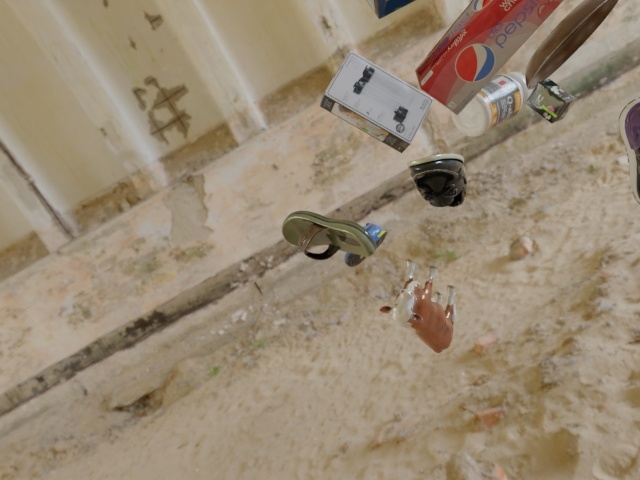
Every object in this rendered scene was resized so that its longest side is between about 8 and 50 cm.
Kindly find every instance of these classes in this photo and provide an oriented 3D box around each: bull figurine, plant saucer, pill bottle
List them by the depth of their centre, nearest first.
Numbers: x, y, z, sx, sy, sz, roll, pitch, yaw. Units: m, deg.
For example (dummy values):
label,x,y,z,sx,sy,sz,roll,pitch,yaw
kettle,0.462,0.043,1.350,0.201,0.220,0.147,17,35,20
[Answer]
label,x,y,z,sx,sy,sz,roll,pitch,yaw
bull figurine,0.258,0.167,1.421,0.101,0.310,0.189,2,59,36
plant saucer,0.658,-0.538,1.504,0.310,0.050,0.311,-40,-13,-11
pill bottle,0.600,-0.482,1.962,0.278,0.162,0.162,-30,13,-28

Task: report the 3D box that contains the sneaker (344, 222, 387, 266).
label,x,y,z,sx,sy,sz,roll,pitch,yaw
sneaker,0.114,0.008,1.656,0.209,0.082,0.069,-37,-23,-46

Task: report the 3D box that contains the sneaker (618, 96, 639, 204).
label,x,y,z,sx,sy,sz,roll,pitch,yaw
sneaker,0.652,-0.126,1.058,0.107,0.283,0.124,-31,26,15

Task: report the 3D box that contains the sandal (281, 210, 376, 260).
label,x,y,z,sx,sy,sz,roll,pitch,yaw
sandal,0.000,-0.001,1.342,0.302,0.120,0.086,9,58,50

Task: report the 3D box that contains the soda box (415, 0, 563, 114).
label,x,y,z,sx,sy,sz,roll,pitch,yaw
soda box,0.276,-0.342,0.924,0.263,0.092,0.083,-49,24,32

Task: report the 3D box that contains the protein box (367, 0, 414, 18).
label,x,y,z,sx,sy,sz,roll,pitch,yaw
protein box,0.220,-0.802,1.645,0.199,0.136,0.201,-28,-21,0

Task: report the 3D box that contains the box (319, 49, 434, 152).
label,x,y,z,sx,sy,sz,roll,pitch,yaw
box,0.164,-0.407,1.657,0.169,0.289,0.087,-63,4,-13

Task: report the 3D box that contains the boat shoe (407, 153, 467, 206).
label,x,y,z,sx,sy,sz,roll,pitch,yaw
boat shoe,0.296,-0.136,1.384,0.127,0.113,0.340,-8,-4,18

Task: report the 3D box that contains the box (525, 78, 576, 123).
label,x,y,z,sx,sy,sz,roll,pitch,yaw
box,0.536,-0.324,1.311,0.052,0.083,0.062,-23,-31,-34
